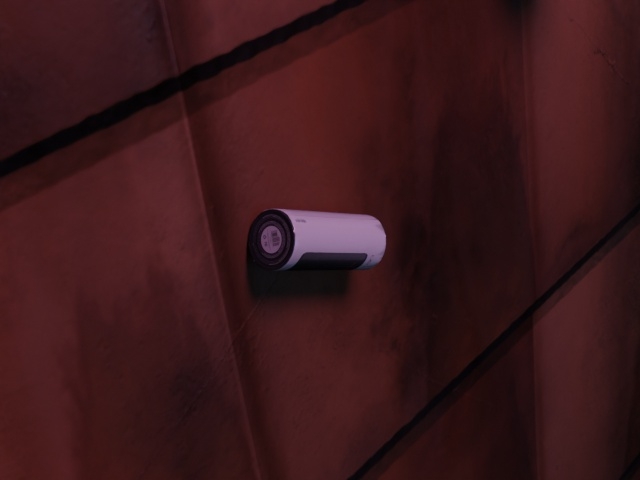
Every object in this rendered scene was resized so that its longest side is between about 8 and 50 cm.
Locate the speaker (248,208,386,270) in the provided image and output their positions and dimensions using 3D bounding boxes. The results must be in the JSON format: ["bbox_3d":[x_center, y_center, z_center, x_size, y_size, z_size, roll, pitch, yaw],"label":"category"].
[{"bbox_3d":[0.000,0.000,0.929,0.136,0.055,0.055,2,101,-52],"label":"speaker"}]
